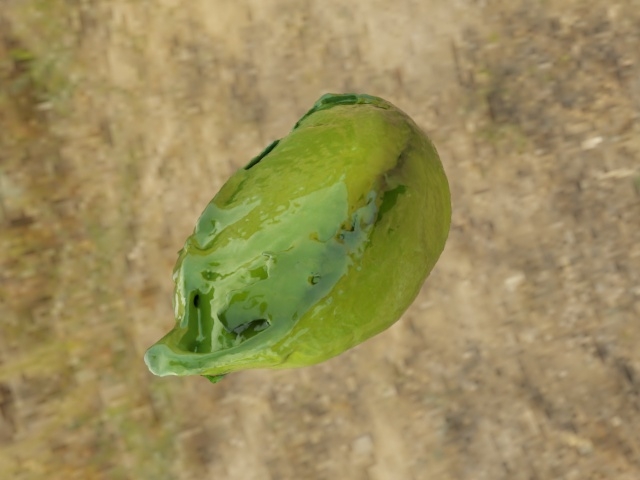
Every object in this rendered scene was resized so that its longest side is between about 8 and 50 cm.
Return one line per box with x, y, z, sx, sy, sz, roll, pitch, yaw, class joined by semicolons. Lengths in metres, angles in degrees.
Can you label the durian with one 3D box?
0.000;0.000;1.120;0.139;0.250;0.101;-8;126;31;durian
